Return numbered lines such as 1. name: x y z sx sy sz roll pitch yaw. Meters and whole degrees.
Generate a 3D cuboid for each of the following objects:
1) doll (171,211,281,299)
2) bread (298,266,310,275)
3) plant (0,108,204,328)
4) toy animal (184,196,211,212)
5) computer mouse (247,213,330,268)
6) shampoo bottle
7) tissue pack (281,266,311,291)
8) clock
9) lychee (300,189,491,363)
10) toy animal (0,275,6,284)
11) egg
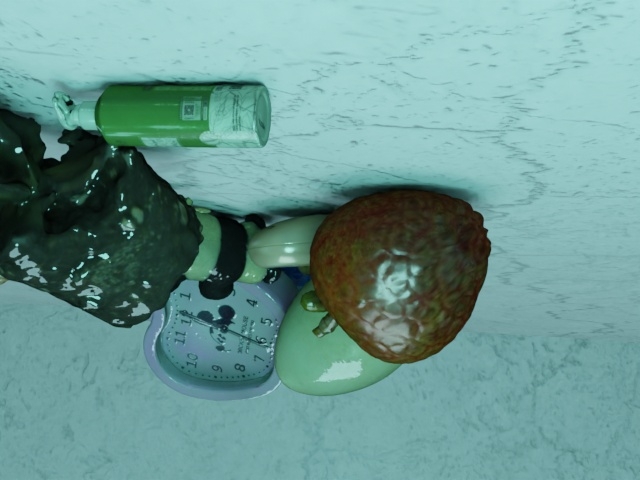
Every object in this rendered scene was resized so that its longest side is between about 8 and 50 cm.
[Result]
1. doll: -0.180 0.018 1.313 0.234 0.143 0.135 11 161 -32
2. bread: 0.059 0.042 1.536 0.193 0.067 0.119 8 171 -12
3. plant: -0.276 -0.036 0.878 0.276 0.188 0.199 36 172 -36
4. toy animal: -0.266 -0.058 1.143 0.220 0.069 0.086 10 -170 -4
5. computer mouse: 0.000 0.000 1.278 0.237 0.081 0.145 -4 176 -30
6. shampoo bottle: -0.154 -0.121 0.771 0.205 0.065 0.065 2 169 10
7. tissue pack: -0.100 0.131 1.712 0.264 0.198 0.146 1 171 14
8. clock: -0.203 0.161 1.572 0.339 0.338 0.102 1 -153 13
9. lychee: 0.097 0.049 1.121 0.300 0.255 0.255 -19 159 30
10. toy animal: -0.694 0.065 1.851 0.185 0.104 0.184 4 169 -26
11. egg: 0.041 0.159 1.410 0.295 0.218 0.218 -39 152 17
